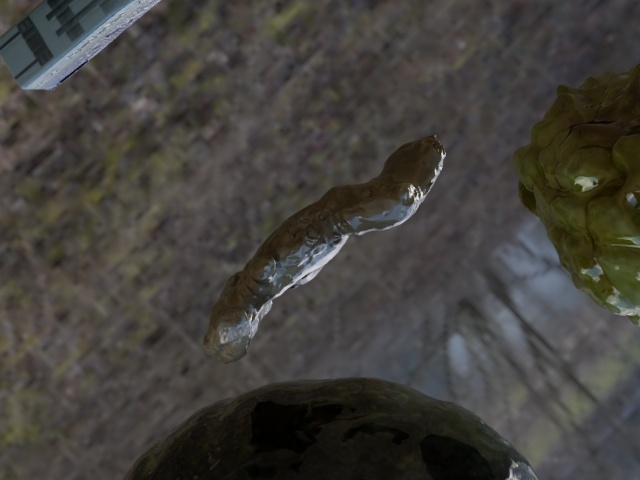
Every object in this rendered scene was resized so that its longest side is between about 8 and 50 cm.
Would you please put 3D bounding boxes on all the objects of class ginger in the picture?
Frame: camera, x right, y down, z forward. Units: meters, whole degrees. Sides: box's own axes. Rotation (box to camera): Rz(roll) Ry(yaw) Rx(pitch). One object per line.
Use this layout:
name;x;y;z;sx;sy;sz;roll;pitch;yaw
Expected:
ginger;-0.006;0.003;1.412;0.259;0.065;0.149;-44;-173;-16

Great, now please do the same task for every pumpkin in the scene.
pumpkin;0.012;0.331;1.457;0.454;0.454;0.344;-47;166;14

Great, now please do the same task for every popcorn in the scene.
popcorn;0.286;-0.048;1.356;0.270;0.224;0.258;-52;-167;-28

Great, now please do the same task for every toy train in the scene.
toy train;-0.146;-0.199;1.311;0.234;0.052;0.051;-35;173;23
